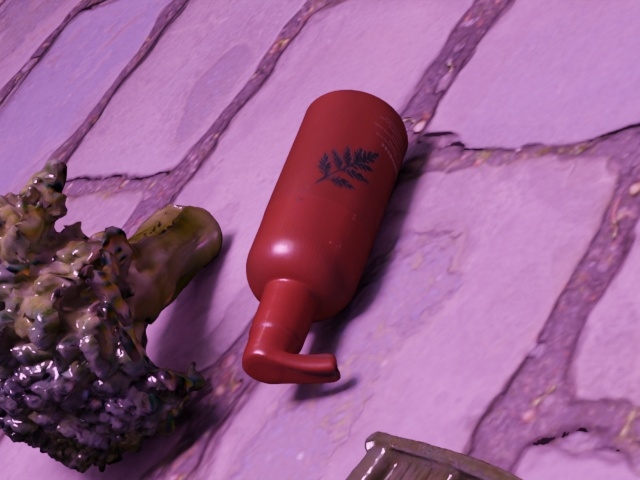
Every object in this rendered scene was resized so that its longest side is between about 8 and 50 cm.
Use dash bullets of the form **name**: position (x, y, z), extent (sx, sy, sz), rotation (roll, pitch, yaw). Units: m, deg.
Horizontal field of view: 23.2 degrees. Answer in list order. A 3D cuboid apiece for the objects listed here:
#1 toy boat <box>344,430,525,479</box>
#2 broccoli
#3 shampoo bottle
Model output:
- **toy boat**: position (0.091, 0.163, 0.748), extent (0.093, 0.055, 0.293), rotation (-51, 25, -12)
- **broccoli**: position (-0.174, 0.027, 1.132), extent (0.177, 0.198, 0.275), rotation (-24, 33, 30)
- **shampoo bottle**: position (-0.002, 0.000, 1.085), extent (0.085, 0.085, 0.244), rotation (-20, 36, 35)
